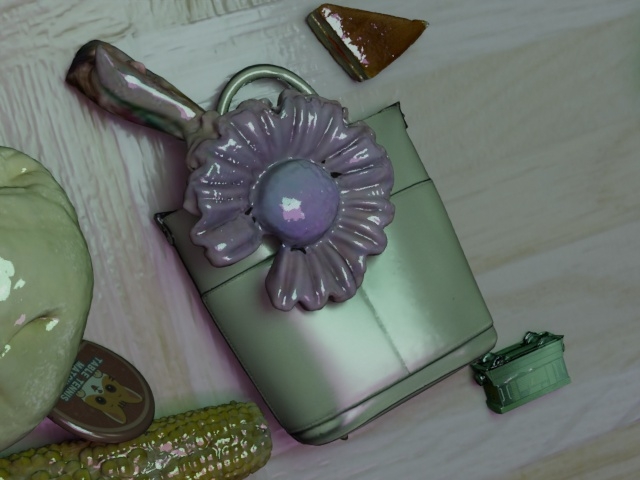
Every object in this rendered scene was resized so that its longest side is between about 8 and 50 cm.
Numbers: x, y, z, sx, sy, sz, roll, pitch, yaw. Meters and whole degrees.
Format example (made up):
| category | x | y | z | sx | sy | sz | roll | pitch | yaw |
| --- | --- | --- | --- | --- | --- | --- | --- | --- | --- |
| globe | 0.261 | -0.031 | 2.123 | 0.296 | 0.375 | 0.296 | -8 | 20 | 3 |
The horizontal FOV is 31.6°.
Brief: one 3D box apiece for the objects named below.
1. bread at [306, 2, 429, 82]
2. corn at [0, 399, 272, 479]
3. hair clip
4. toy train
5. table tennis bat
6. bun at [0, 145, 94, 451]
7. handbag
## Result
| category | x | y | z | sx | sy | sz | roll | pitch | yaw |
| --- | --- | --- | --- | --- | --- | --- | --- | --- | --- |
| bread | 0.042 | -0.169 | 0.988 | 0.109 | 0.043 | 0.062 | 3 | 89 | -19 |
| corn | -0.178 | 0.194 | 0.911 | 0.288 | 0.086 | 0.086 | -13 | 96 | -18 |
| hair clip | -0.076 | -0.073 | 0.897 | 0.300 | 0.069 | 0.173 | 33 | 74 | 2 |
| toy train | 0.188 | 0.121 | 1.047 | 0.093 | 0.038 | 0.056 | -22 | 100 | -16 |
| table tennis bat | -0.232 | 0.141 | 0.923 | 0.170 | 0.107 | 0.119 | 32 | 116 | -1 |
| bun | -0.294 | 0.047 | 0.805 | 0.259 | 0.160 | 0.259 | -1 | 80 | 4 |
| handbag | 0.000 | 0.000 | 0.978 | 0.241 | 0.109 | 0.315 | -27 | 86 | -16 |
